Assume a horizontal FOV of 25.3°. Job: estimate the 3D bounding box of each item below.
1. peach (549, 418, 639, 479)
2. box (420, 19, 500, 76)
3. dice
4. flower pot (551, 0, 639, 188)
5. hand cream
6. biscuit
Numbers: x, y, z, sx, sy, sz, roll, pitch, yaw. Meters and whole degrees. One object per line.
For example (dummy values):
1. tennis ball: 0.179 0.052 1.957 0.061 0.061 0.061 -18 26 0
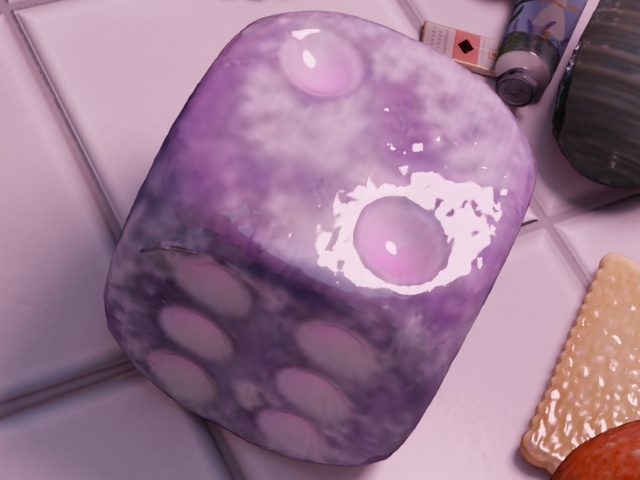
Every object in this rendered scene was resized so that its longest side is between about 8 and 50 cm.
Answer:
1. peach: 0.287 0.238 1.129 0.233 0.232 0.232 7 56 -11
2. box: 0.145 -0.199 1.482 0.083 0.012 0.046 15 55 -5
3. dice: 0.000 0.000 1.155 0.270 0.270 0.271 27 55 2
4. flower pot: 0.324 -0.166 1.394 0.157 0.189 0.243 21 81 6
5. hand cream: 0.237 -0.241 1.513 0.091 0.058 0.271 21 49 6
6. biscuit: 0.288 0.133 1.294 0.160 0.030 0.249 28 55 3
